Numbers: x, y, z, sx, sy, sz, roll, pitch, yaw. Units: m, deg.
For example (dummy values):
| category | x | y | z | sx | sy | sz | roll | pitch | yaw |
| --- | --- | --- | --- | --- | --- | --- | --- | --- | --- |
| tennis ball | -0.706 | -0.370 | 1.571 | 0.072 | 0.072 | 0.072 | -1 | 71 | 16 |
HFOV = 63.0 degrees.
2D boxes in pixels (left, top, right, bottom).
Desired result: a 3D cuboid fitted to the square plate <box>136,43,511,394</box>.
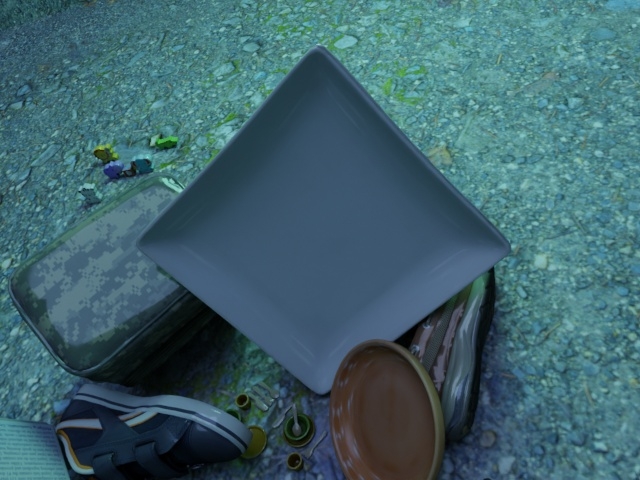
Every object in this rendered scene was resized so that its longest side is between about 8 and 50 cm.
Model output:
| category | x | y | z | sx | sy | sz | roll | pitch | yaw |
| --- | --- | --- | --- | --- | --- | --- | --- | --- | --- |
| square plate | 0.000 | 0.000 | 0.674 | 0.347 | 0.344 | 0.049 | -42 | 16 | 19 |

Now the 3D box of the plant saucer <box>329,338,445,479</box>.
| category | x | y | z | sx | sy | sz | roll | pitch | yaw |
| --- | --- | --- | --- | --- | --- | --- | --- | --- | --- |
| plant saucer | 0.083 | 0.225 | 0.655 | 0.037 | 0.200 | 0.200 | 9 | 34 | -34 |

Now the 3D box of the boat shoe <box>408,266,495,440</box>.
| category | x | y | z | sx | sy | sz | roll | pitch | yaw |
| --- | --- | --- | --- | --- | --- | --- | --- | --- | --- |
| boat shoe | 0.177 | 0.109 | 0.739 | 0.116 | 0.123 | 0.324 | 5 | 51 | 26 |

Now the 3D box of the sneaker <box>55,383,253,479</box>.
| category | x | y | z | sx | sy | sz | roll | pitch | yaw |
| --- | --- | --- | --- | --- | --- | --- | --- | --- | --- |
| sneaker | -0.245 | 0.289 | 0.727 | 0.321 | 0.126 | 0.127 | -4 | 44 | 30 |

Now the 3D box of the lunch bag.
| category | x | y | z | sx | sy | sz | roll | pitch | yaw |
| --- | --- | --- | --- | --- | --- | --- | --- | --- | --- |
| lunch bag | -0.270 | 0.075 | 0.834 | 0.305 | 0.256 | 0.212 | -42 | 76 | -15 |

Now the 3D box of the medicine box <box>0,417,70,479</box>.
| category | x | y | z | sx | sy | sz | roll | pitch | yaw |
| --- | --- | --- | --- | --- | --- | --- | --- | --- | --- |
| medicine box | -0.416 | 0.406 | 0.602 | 0.263 | 0.149 | 0.289 | -49 | 52 | 6 |

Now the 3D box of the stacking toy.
| category | x | y | z | sx | sy | sz | roll | pitch | yaw |
| --- | --- | --- | --- | --- | --- | --- | --- | --- | --- |
| stacking toy | -0.462 | -0.182 | 1.261 | 0.221 | 0.052 | 0.167 | -10 | 48 | 10 |

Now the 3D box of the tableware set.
| category | x | y | z | sx | sy | sz | roll | pitch | yaw |
| --- | --- | --- | --- | --- | --- | --- | --- | --- | --- |
| tableware set | -0.075 | 0.270 | 0.750 | 0.154 | 0.024 | 0.104 | 28 | 64 | 35 |

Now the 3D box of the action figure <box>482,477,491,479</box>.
| category | x | y | z | sx | sy | sz | roll | pitch | yaw |
| --- | --- | --- | --- | --- | --- | --- | --- | --- | --- |
| action figure | 0.092 | 0.361 | 0.535 | 0.275 | 0.141 | 0.164 | -29 | 59 | -8 |

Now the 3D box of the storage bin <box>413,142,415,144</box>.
| category | x | y | z | sx | sy | sz | roll | pitch | yaw |
| --- | --- | --- | --- | --- | --- | --- | --- | --- | --- |
| storage bin | 0.055 | -0.027 | 0.834 | 0.262 | 0.123 | 0.260 | -19 | 25 | 13 |
